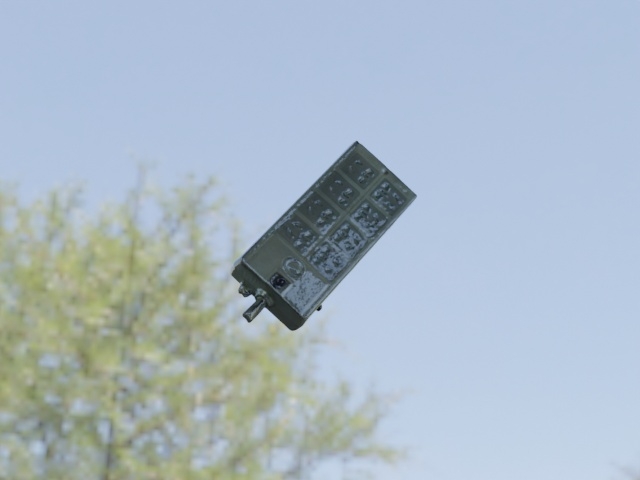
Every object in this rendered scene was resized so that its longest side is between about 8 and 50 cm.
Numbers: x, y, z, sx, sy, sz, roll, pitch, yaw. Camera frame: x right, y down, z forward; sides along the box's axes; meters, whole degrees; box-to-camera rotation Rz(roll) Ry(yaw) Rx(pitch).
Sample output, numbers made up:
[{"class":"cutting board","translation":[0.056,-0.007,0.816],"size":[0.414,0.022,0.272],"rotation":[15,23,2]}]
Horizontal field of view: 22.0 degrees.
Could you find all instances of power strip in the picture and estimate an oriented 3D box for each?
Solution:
[{"class":"power strip","translation":[0.000,0.000,0.868],"size":[0.051,0.136,0.019],"rotation":[45,-38,0]}]
